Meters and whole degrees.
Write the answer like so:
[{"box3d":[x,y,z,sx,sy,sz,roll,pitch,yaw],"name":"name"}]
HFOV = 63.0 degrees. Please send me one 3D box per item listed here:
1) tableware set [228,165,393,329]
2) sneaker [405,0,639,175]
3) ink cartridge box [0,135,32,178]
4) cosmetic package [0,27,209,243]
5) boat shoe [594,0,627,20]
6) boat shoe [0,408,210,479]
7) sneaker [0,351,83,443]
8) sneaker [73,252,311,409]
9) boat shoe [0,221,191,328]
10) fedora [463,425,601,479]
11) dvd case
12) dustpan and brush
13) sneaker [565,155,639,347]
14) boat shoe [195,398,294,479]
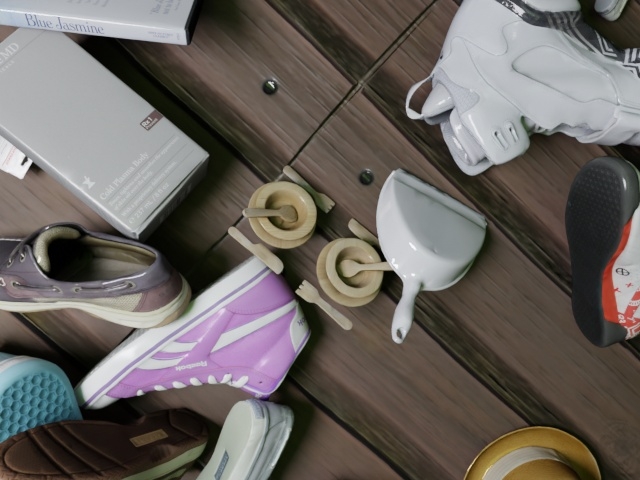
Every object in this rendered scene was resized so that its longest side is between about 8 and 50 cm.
[{"box3d":[0.000,0.000,0.622,0.194,0.039,0.128,40,61,-5],"name":"tableware set"},{"box3d":[0.283,-0.144,0.614,0.366,0.137,0.210,34,92,0],"name":"sneaker"},{"box3d":[-0.379,-0.113,0.628,0.083,0.028,0.048,30,91,-4],"name":"ink cartridge box"},{"box3d":[-0.257,-0.117,0.587,0.238,0.107,0.127,39,73,-8],"name":"cosmetic package"},{"box3d":[0.381,-0.326,0.658,0.035,0.035,0.100,23,88,-32],"name":"boat shoe"},{"box3d":[-0.231,0.253,0.560,0.095,0.258,0.095,33,99,35],"name":"boat shoe"},{"box3d":[-0.376,0.248,0.618,0.208,0.127,0.318,13,117,24],"name":"sneaker"},{"box3d":[-0.143,0.153,0.624,0.282,0.102,0.161,-32,98,-1],"name":"sneaker"},{"box3d":[-0.285,0.025,0.576,0.286,0.102,0.092,10,134,12],"name":"boat shoe"},{"box3d":[0.281,0.339,0.668,0.195,0.079,0.194,0,94,-3],"name":"fedora"},{"box3d":[-0.254,-0.287,0.574,0.253,0.022,0.180,5,54,-3],"name":"dvd case"},{"box3d":[0.119,0.025,0.617,0.147,0.211,0.060,28,135,-8],"name":"dustpan and brush"},{"box3d":[0.378,0.000,0.611,0.145,0.090,0.269,-21,124,-4],"name":"sneaker"},{"box3d":[-0.095,0.293,0.640,0.081,0.079,0.227,13,111,-33],"name":"boat shoe"}]
